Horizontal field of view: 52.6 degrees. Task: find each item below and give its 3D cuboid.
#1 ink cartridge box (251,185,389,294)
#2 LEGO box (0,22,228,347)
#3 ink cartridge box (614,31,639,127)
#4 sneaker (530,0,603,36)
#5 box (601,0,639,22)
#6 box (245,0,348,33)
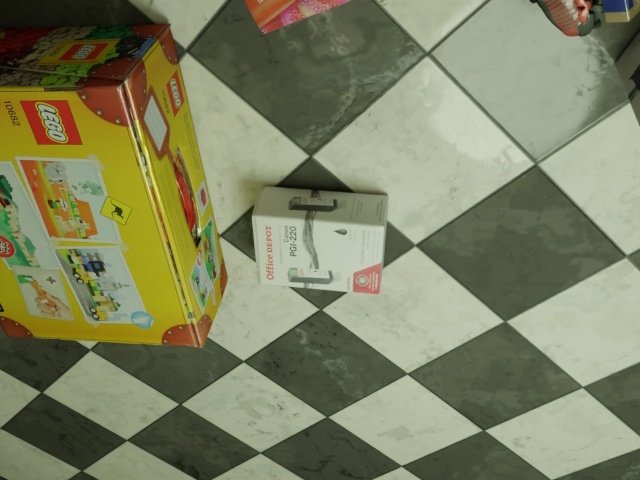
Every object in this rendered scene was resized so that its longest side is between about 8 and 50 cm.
[{"bbox_3d":[0.000,0.000,1.101,0.218,0.092,0.158,6,130,7],"label":"ink cartridge box"},{"bbox_3d":[-0.387,-0.069,1.043,0.373,0.193,0.500,2,130,9],"label":"LEGO box"},{"bbox_3d":[0.479,-0.166,0.785,0.172,0.237,0.100,22,132,-9],"label":"ink cartridge box"},{"bbox_3d":[0.232,-0.346,0.769,0.135,0.097,0.276,-28,118,28],"label":"sneaker"},{"bbox_3d":[0.343,-0.376,0.710,0.036,0.136,0.225,24,151,54],"label":"box"},{"bbox_3d":[-0.013,-0.349,0.704,0.123,0.256,0.128,-13,126,22],"label":"box"}]
